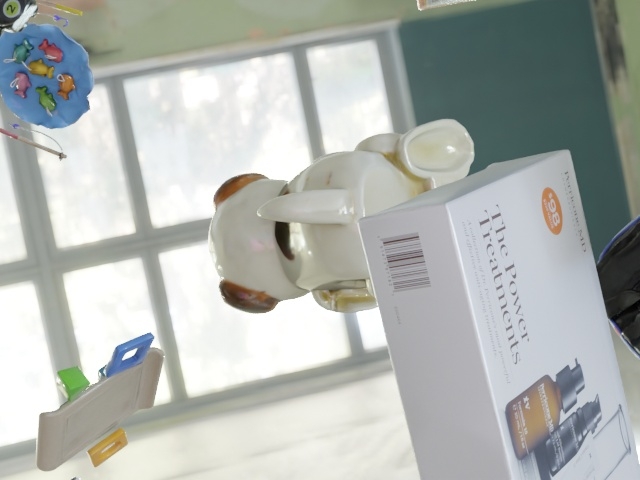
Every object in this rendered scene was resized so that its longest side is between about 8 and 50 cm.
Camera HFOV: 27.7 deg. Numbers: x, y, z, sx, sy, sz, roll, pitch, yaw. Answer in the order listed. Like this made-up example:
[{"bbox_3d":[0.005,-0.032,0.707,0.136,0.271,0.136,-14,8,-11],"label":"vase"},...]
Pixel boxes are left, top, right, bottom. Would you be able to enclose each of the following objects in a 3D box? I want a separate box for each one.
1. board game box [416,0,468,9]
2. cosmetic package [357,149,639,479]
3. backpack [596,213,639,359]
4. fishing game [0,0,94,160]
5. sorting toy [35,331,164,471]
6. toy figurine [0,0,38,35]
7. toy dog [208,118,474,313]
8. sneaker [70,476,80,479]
[{"bbox_3d":[0.289,-0.605,2.024,0.356,0.356,0.356,-10,174,6],"label":"board game box"},{"bbox_3d":[0.182,0.125,1.201,0.097,0.377,0.284,-10,-173,31],"label":"cosmetic package"},{"bbox_3d":[0.467,0.050,1.527,0.263,0.276,0.213,-31,138,8],"label":"backpack"},{"bbox_3d":[-0.451,-0.260,2.087,0.189,0.264,0.041,22,-150,10],"label":"fishing game"},{"bbox_3d":[-0.320,0.232,1.836,0.196,0.047,0.347,-30,157,-30],"label":"sorting toy"},{"bbox_3d":[-0.463,-0.349,1.615,0.210,0.213,0.148,-6,-175,-2],"label":"toy figurine"},{"bbox_3d":[0.000,0.000,2.020,0.395,0.284,0.408,-13,-178,-44],"label":"toy dog"},{"bbox_3d":[-0.183,0.267,0.980,0.081,0.094,0.208,-49,-168,27],"label":"sneaker"}]
